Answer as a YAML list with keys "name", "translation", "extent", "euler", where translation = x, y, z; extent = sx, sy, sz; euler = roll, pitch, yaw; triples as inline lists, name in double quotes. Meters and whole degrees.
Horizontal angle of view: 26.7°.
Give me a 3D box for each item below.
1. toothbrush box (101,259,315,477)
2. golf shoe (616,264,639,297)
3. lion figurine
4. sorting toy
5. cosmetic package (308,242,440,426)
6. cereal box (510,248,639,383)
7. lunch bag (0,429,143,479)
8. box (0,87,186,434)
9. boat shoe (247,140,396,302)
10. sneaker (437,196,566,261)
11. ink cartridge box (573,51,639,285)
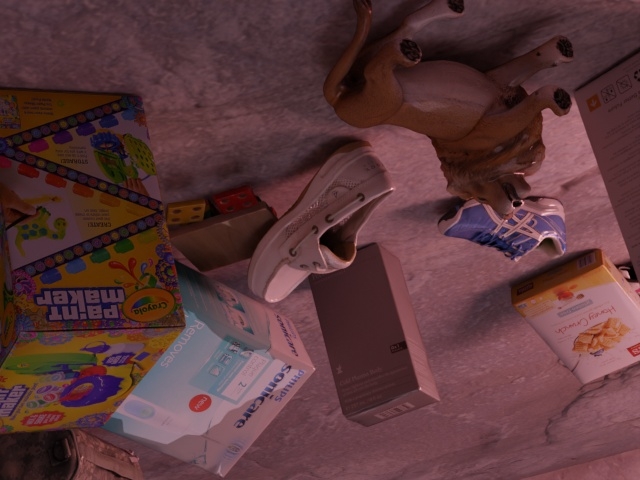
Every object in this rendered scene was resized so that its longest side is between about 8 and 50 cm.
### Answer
- name: "toothbrush box"
  translation: [-0.193, 0.160, 1.798]
  extent: [0.295, 0.126, 0.216]
  euler: [30, 108, -34]
- name: "golf shoe"
  translation: [0.506, 0.076, 2.297]
  extent: [0.186, 0.067, 0.086]
  euler: [-17, 124, 20]
- name: "lion figurine"
  translation: [0.125, -0.157, 1.509]
  extent: [0.392, 0.142, 0.240]
  euler: [21, 148, -31]
- name: "sorting toy"
  translation: [-0.120, -0.021, 1.743]
  extent: [0.132, 0.046, 0.274]
  euler: [-18, 157, 8]
- name: "cosmetic package"
  translation: [0.076, 0.138, 1.970]
  extent: [0.127, 0.238, 0.107]
  euler: [-24, 157, 15]
- name: "cereal box"
  translation: [0.455, 0.131, 2.269]
  extent: [0.173, 0.047, 0.240]
  euler: [-28, 125, 26]
- name: "lunch bag"
  translation: [-0.467, 0.417, 2.315]
  extent: [0.256, 0.213, 0.305]
  euler: [-17, 157, 9]
- name: "box"
  translation: [-0.298, 0.031, 1.473]
  extent: [0.177, 0.279, 0.290]
  euler: [0, 153, -28]
- name: "boat shoe"
  translation: [0.000, 0.000, 1.710]
  extent: [0.098, 0.096, 0.277]
  euler: [-14, 149, -46]
- name: "sneaker"
  translation: [0.266, -0.017, 1.921]
  extent: [0.211, 0.081, 0.080]
  euler: [-1, 155, -24]
- name: "ink cartridge box"
  translation: [0.430, -0.053, 1.572]
  extent: [0.069, 0.371, 0.175]
  euler: [12, 147, -44]
